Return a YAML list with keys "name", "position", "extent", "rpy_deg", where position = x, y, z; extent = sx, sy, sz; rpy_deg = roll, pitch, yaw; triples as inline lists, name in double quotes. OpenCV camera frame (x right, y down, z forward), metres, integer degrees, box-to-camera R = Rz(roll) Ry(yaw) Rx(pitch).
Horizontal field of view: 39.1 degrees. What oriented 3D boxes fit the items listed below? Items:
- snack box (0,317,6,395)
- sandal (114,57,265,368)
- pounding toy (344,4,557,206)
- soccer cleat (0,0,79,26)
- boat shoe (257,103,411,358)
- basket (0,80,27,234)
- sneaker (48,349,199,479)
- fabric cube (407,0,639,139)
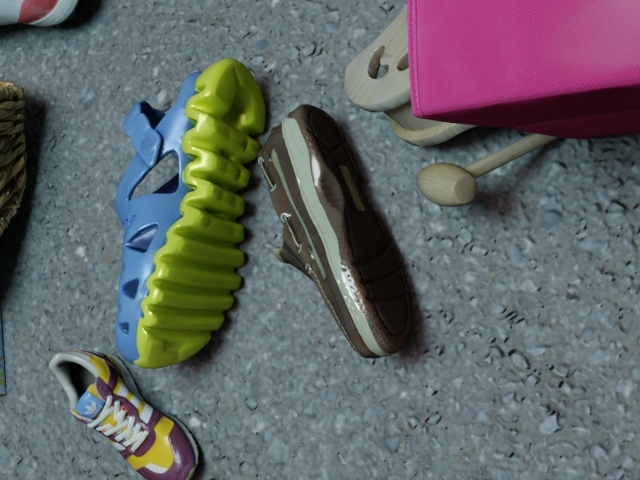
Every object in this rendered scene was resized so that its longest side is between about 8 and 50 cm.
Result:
- name: "snack box"
  position: [-0.475, 0.113, 1.048]
  extent: [0.207, 0.070, 0.174]
  rpy_deg: [-14, 73, 17]
- name: "sandal"
  position: [-0.151, -0.028, 0.914]
  extent: [0.138, 0.126, 0.317]
  rpy_deg: [3, 72, 29]
- name: "pounding toy"
  position: [0.134, -0.153, 0.830]
  extent: [0.154, 0.155, 0.269]
  rpy_deg: [11, 73, 55]
- name: "soccer cleat"
  position: [-0.425, -0.296, 1.078]
  extent: [0.318, 0.116, 0.108]
  rpy_deg: [-1, 81, 36]
- name: "boat shoe"
  position: [0.005, 0.001, 0.853]
  extent: [0.095, 0.095, 0.257]
  rpy_deg: [-33, 61, 30]
- name: "basket"
  position: [-0.493, -0.077, 1.035]
  extent: [0.299, 0.213, 0.223]
  rpy_deg: [6, 107, 13]
- name: "sneaker"
  position: [-0.203, 0.180, 0.906]
  extent: [0.185, 0.084, 0.069]
  rpy_deg: [38, 96, 27]
- name: "fabric cube"
  position: [0.237, -0.214, 0.626]
  extent: [0.258, 0.259, 0.254]
  rpy_deg: [-2, 89, 46]
